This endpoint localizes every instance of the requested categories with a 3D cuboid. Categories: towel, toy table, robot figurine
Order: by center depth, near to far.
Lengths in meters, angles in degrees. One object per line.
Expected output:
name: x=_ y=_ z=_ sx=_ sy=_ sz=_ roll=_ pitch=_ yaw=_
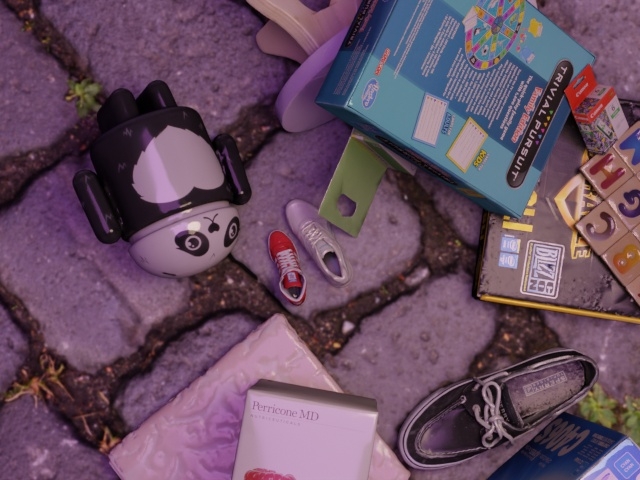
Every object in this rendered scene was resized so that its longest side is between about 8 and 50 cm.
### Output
toy table: x=0.011 y=-0.295 z=1.413 sx=0.274 sy=0.252 sz=0.161 roll=-34 pitch=74 yaw=31
robot figurine: x=-0.221 y=-0.083 z=1.420 sx=0.209 sy=0.173 sz=0.278 roll=-23 pitch=85 yaw=7
towel: x=-0.087 y=0.326 z=1.450 sx=0.332 sy=0.053 sz=0.317 roll=-40 pitch=87 yaw=-2

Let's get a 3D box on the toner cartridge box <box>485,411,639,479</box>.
toner cartridge box: x=0.317 y=0.315 z=1.297 sx=0.165 sy=0.348 sz=0.075 roll=-42 pitch=85 yaw=-3

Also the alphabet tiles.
alphabet tiles: x=0.542 y=-0.061 z=1.421 sx=0.342 sy=0.011 sz=0.285 roll=-39 pitch=91 yaw=-6

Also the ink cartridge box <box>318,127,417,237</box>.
ink cartridge box: x=0.088 y=-0.121 z=1.420 sx=0.056 sy=0.171 sz=0.235 roll=18 pitch=85 yaw=24

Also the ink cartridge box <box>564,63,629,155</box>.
ink cartridge box: x=0.382 y=-0.180 z=1.379 sx=0.063 sy=0.029 sz=0.115 roll=-46 pitch=126 yaw=-17

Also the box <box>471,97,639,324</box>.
box: x=0.371 y=-0.052 z=1.460 sx=0.257 sy=0.079 sz=0.322 roll=9 pitch=86 yaw=3

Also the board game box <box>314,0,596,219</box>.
board game box: x=0.185 y=-0.213 z=1.311 sx=0.336 sy=0.079 sz=0.253 roll=28 pitch=86 yaw=-34

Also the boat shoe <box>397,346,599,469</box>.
boat shoe: x=0.255 y=0.244 z=1.424 sx=0.306 sy=0.105 sz=0.113 roll=-20 pitch=86 yaw=-1

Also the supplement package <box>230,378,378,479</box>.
supplement package: x=-0.032 y=0.348 z=1.334 sx=0.178 sy=0.175 sz=0.293 roll=9 pitch=87 yaw=3

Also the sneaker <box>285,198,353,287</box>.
sneaker: x=0.000 y=0.000 z=1.469 sx=0.054 sy=0.061 sz=0.152 roll=-36 pitch=85 yaw=0

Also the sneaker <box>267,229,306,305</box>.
sneaker: x=-0.048 y=0.039 z=1.462 sx=0.042 sy=0.067 sz=0.118 roll=-20 pitch=86 yaw=-1

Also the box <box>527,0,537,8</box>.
box: x=0.220 y=-0.359 z=1.476 sx=0.170 sy=0.091 sz=0.130 roll=-11 pitch=86 yaw=0
